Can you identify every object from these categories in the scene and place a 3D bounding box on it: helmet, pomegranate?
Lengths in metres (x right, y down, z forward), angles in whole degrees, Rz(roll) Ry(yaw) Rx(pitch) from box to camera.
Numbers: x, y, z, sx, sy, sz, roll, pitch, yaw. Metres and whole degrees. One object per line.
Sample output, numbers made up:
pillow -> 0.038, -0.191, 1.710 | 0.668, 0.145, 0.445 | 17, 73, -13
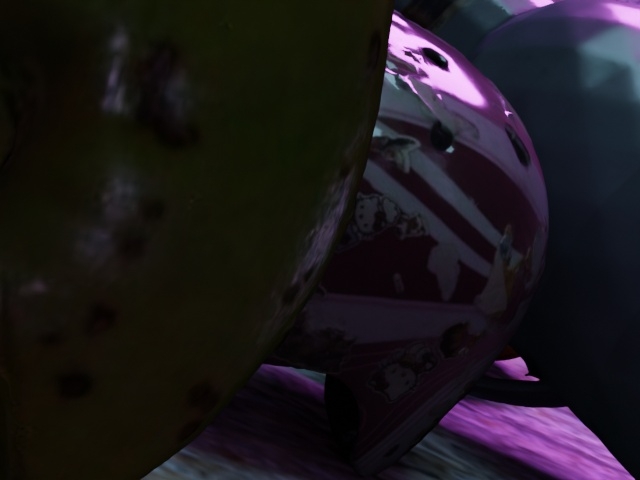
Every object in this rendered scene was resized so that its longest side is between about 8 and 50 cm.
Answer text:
helmet -> 0.014, -0.022, 0.608 | 0.177, 0.107, 0.153 | 49, 18, -34
pomegranate -> -0.107, -0.052, 0.453 | 0.236, 0.236, 0.302 | 20, -3, -15

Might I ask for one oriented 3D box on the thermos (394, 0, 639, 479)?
thermos -> 0.110, -0.001, 0.718 | 0.286, 0.182, 0.145 | 46, 3, 31

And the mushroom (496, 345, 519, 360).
mushroom -> 0.058, 0.009, 0.873 | 0.135, 0.080, 0.170 | 38, 13, 16
